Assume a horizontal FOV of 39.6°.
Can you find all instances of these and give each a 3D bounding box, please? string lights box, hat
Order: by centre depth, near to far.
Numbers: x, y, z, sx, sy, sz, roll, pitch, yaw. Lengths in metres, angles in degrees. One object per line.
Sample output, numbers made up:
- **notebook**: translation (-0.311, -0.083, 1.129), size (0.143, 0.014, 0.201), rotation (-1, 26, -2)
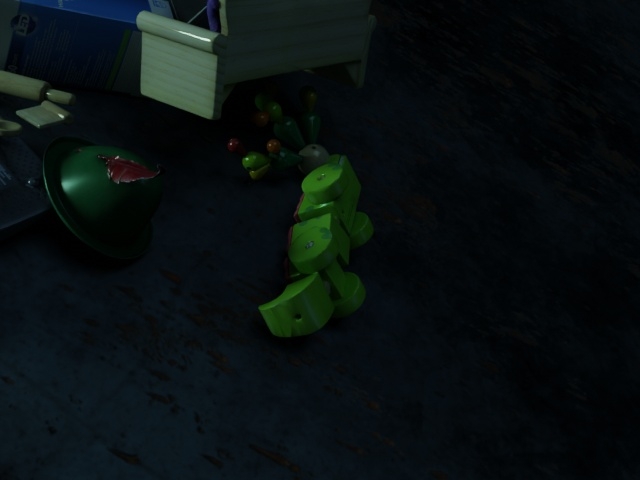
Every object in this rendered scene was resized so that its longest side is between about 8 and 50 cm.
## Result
- **hat**: translation (-0.209, -0.089, 1.067), size (0.173, 0.183, 0.209), rotation (24, 39, -48)
- **string lights box**: translation (-0.349, -0.288, 1.252), size (0.259, 0.133, 0.077), rotation (4, 48, -30)

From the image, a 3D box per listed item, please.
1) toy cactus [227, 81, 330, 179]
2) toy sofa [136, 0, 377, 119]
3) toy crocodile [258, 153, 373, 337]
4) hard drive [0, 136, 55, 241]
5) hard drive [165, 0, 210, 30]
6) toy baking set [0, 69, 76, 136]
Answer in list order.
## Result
- **toy cactus**: translation (-0.045, -0.146, 1.355), size (0.180, 0.112, 0.219), rotation (47, 35, -13)
- **toy sofa**: translation (-0.081, -0.301, 1.287), size (0.150, 0.177, 0.362), rotation (24, 30, 32)
- **toy crocodile**: translation (0.000, 0.000, 1.222), size (0.115, 0.105, 0.341), rotation (58, 28, -34)
- **hard drive**: translation (-0.435, -0.053, 1.020), size (0.172, 0.054, 0.254), rotation (44, 40, 14)
- **hard drive**: translation (-0.085, -0.407, 1.375), size (0.236, 0.339, 0.064), rotation (-22, 93, -31)
- **toy baking set**: translation (-0.440, -0.182, 1.115), size (0.256, 0.030, 0.197), rotation (17, 24, 14)
